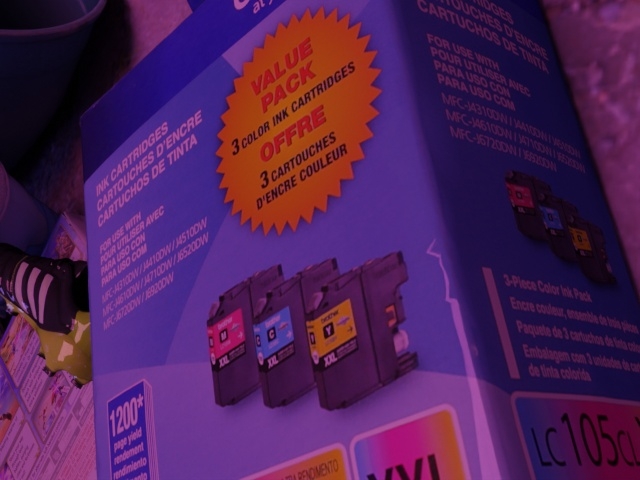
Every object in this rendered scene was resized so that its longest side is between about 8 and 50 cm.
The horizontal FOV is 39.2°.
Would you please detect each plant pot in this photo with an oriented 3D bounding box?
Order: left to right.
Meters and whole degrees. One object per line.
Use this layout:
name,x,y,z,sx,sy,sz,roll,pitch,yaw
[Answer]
plant pot,-0.371,-0.170,0.863,0.255,0.271,0.272,-61,42,35

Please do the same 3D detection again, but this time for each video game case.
video game case,-0.195,0.152,0.715,0.244,0.061,0.270,42,109,43

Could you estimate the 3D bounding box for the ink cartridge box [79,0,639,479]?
ink cartridge box,0.000,0.000,0.490,0.270,0.151,0.396,-31,56,38

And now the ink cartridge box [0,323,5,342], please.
ink cartridge box,-0.420,0.155,0.878,0.212,0.154,0.093,-47,66,28

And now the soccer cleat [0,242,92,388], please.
soccer cleat,-0.197,0.039,0.673,0.179,0.060,0.072,37,91,42

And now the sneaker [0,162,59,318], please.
sneaker,-0.382,0.011,0.819,0.318,0.208,0.127,-4,68,17
